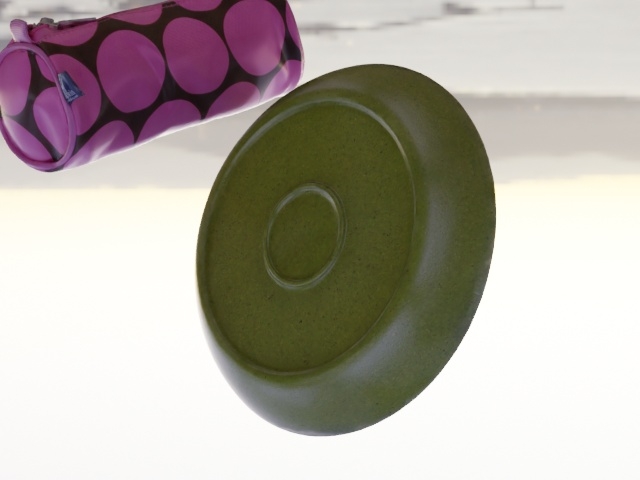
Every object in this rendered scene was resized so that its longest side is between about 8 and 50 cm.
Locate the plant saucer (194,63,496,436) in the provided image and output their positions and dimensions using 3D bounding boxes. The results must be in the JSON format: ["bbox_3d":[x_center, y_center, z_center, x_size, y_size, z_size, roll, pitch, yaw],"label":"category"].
[{"bbox_3d":[0.000,0.000,0.939,0.241,0.241,0.037,2,169,41],"label":"plant saucer"}]

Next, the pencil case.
[{"bbox_3d":[-0.108,-0.116,0.986,0.095,0.098,0.209,-1,-163,46],"label":"pencil case"}]
